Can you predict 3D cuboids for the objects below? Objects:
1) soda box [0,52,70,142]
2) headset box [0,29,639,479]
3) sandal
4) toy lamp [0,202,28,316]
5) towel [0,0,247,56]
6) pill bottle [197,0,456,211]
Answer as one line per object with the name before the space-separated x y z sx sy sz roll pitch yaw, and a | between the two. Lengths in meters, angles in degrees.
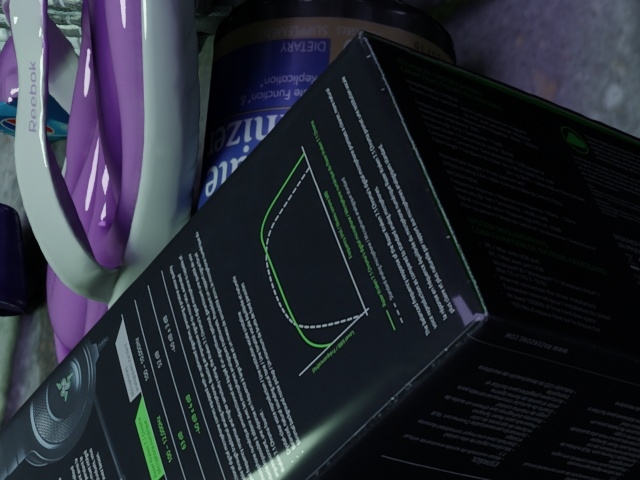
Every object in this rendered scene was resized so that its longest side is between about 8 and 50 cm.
soda box | -0.176 -0.174 1.215 0.067 0.071 0.210 -7 71 49
headset box | 0.036 0.090 0.723 0.283 0.246 0.131 -47 46 30
sandal | -0.128 -0.052 0.949 0.416 0.102 0.169 100 157 -44
toy lamp | -0.233 0.110 1.173 0.080 0.080 0.274 -9 72 48
towel | -0.141 -0.231 1.092 0.284 0.121 0.235 3 78 28
pill bottle | 0.000 0.000 0.898 0.123 0.123 0.219 -14 65 47
